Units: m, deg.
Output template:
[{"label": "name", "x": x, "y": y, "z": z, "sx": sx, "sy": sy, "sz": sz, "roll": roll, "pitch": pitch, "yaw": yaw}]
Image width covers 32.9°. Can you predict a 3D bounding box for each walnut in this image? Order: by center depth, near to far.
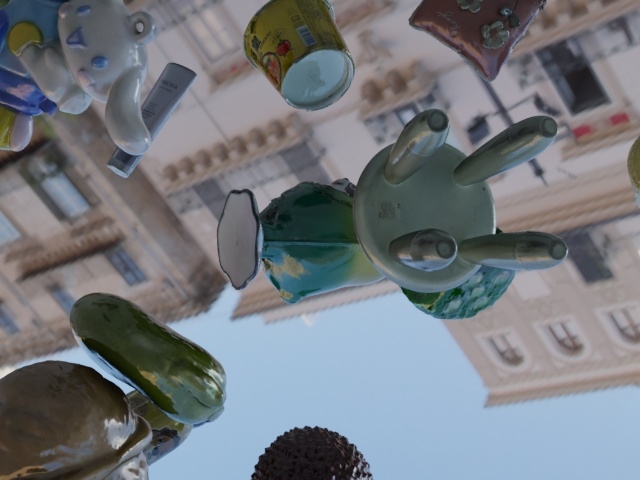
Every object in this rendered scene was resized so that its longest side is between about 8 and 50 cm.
[{"label": "walnut", "x": -0.401, "y": 0.331, "z": 1.682, "sx": 0.285, "sy": 0.296, "sz": 0.285, "roll": -14, "pitch": -167, "yaw": 3}]

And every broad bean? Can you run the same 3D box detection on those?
[{"label": "broad bean", "x": -0.273, "y": 0.185, "z": 1.725, "sx": 0.119, "sy": 0.291, "sz": 0.238, "roll": -56, "pitch": 170, "yaw": -10}]

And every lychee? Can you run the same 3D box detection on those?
[{"label": "lychee", "x": -0.020, "y": 0.540, "z": 2.334, "sx": 0.276, "sy": 0.276, "sz": 0.304, "roll": -25, "pitch": -141, "yaw": 25}]

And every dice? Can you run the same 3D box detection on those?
[{"label": "dice", "x": 0.179, "y": 0.030, "z": 1.483, "sx": 0.128, "sy": 0.131, "sz": 0.120, "roll": 56, "pitch": -49, "yaw": 33}]

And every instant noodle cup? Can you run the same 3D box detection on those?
[{"label": "instant noodle cup", "x": -0.030, "y": -0.327, "z": 1.920, "sx": 0.182, "sy": 0.182, "sz": 0.144, "roll": -33, "pitch": -126, "yaw": 7}]

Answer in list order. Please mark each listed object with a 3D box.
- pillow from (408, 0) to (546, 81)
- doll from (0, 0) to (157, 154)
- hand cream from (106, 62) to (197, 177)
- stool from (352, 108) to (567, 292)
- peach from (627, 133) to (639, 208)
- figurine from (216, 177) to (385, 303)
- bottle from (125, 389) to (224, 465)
[{"label": "pillow", "x": 0.262, "y": -0.380, "z": 1.796, "sx": 0.171, "sy": 0.179, "sz": 0.075, "roll": -57, "pitch": -175, "yaw": -1}, {"label": "doll", "x": -0.431, "y": -0.311, "z": 1.779, "sx": 0.366, "sy": 0.187, "sz": 0.376, "roll": -9, "pitch": -117, "yaw": 24}, {"label": "hand cream", "x": -0.334, "y": -0.241, "z": 2.148, "sx": 0.079, "sy": 0.048, "sz": 0.255, "roll": 26, "pitch": -101, "yaw": 22}, {"label": "stool", "x": 0.159, "y": -0.048, "z": 1.272, "sx": 0.195, "sy": 0.195, "sz": 0.199, "roll": 1, "pitch": 169, "yaw": -20}, {"label": "peach", "x": 0.679, "y": -0.126, "z": 1.838, "sx": 0.314, "sy": 0.281, "sz": 0.316, "roll": 3, "pitch": 179, "yaw": 37}, {"label": "figurine", "x": 0.000, "y": 0.000, "z": 1.987, "sx": 0.340, "sy": 0.231, "sz": 0.324, "roll": -1, "pitch": -178, "yaw": -25}, {"label": "bottle", "x": -0.375, "y": 0.400, "z": 2.411, "sx": 0.351, "sy": 0.171, "sz": 0.171, "roll": -30, "pitch": -164, "yaw": -29}]
